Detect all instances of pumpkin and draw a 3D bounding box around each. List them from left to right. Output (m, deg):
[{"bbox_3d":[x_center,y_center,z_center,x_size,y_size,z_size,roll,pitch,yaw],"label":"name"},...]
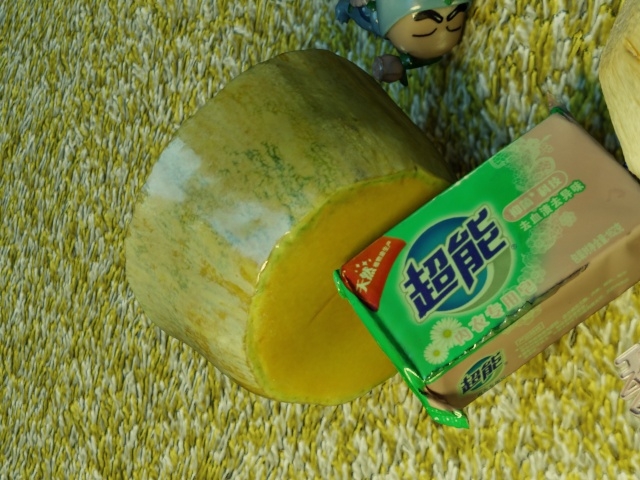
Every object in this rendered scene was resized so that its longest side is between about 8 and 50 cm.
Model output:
[{"bbox_3d":[0.000,0.000,1.616,0.199,0.332,0.332,34,108,40],"label":"pumpkin"}]

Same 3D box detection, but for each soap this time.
[{"bbox_3d":[0.163,0.017,1.492,0.273,0.098,0.218,-35,50,-3],"label":"soap"}]

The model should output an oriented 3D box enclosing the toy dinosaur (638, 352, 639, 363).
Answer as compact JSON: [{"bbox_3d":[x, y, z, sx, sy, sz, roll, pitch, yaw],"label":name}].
[{"bbox_3d":[0.331,0.099,1.383,0.144,0.076,0.329,-38,58,25],"label":"toy dinosaur"}]

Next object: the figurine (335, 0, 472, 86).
[{"bbox_3d":[0.090,-0.228,1.722,0.178,0.114,0.144,-9,82,60],"label":"figurine"}]

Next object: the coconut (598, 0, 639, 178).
[{"bbox_3d":[0.378,-0.116,1.234,0.329,0.329,0.329,-14,71,47],"label":"coconut"}]

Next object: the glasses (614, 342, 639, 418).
[{"bbox_3d":[0.288,0.082,1.268,0.162,0.095,0.255,-67,16,5],"label":"glasses"}]
